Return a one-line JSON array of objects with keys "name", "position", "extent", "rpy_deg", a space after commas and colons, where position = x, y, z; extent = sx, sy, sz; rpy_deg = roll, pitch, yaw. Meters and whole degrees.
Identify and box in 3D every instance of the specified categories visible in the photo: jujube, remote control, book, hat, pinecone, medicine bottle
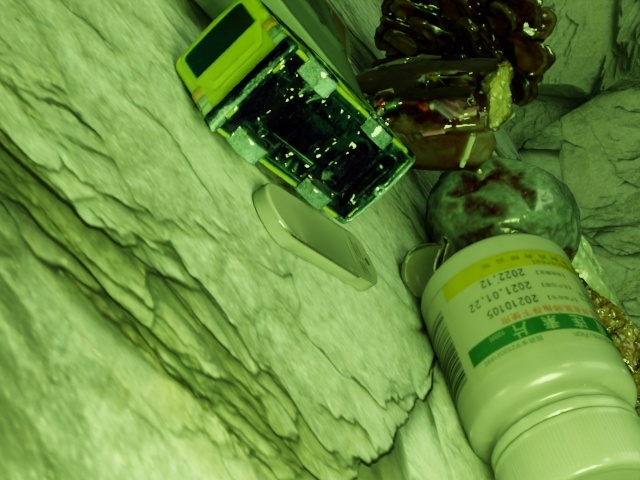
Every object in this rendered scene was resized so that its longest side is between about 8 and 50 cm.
[{"name": "jujube", "position": [0.301, -0.027, 1.664], "extent": [0.246, 0.215, 0.308], "rpy_deg": [24, 6, 40]}, {"name": "remote control", "position": [0.000, 0.000, 1.110], "extent": [0.245, 0.022, 0.077], "rpy_deg": [32, 32, -57]}, {"name": "book", "position": [0.002, -0.436, 1.935], "extent": [0.170, 0.018, 0.241], "rpy_deg": [50, 17, -20]}, {"name": "hat", "position": [0.171, 0.067, 1.424], "extent": [0.175, 0.085, 0.147], "rpy_deg": [-3, 45, -45]}, {"name": "pinecone", "position": [0.292, -0.414, 2.097], "extent": [0.398, 0.398, 0.397], "rpy_deg": [50, 18, -22]}, {"name": "medicine bottle", "position": [0.264, 0.175, 1.211], "extent": [0.208, 0.208, 0.339], "rpy_deg": [42, 22, -42]}]

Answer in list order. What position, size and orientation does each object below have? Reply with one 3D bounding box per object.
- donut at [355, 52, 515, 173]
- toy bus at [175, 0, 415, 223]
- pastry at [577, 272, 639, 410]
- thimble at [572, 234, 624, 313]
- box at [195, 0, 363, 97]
[{"name": "donut", "position": [0.166, -0.204, 1.595], "extent": [0.345, 0.259, 0.136], "rpy_deg": [-54, 141, -63]}, {"name": "toy bus", "position": [-0.022, -0.139, 1.096], "extent": [0.262, 0.128, 0.150], "rpy_deg": [35, 16, -50]}, {"name": "pastry", "position": [0.441, 0.179, 1.646], "extent": [0.275, 0.193, 0.275], "rpy_deg": [161, -90, -85]}, {"name": "thimble", "position": [0.450, 0.090, 1.932], "extent": [0.291, 0.195, 0.291], "rpy_deg": [49, 17, -21]}, {"name": "box", "position": [-0.103, -0.380, 1.362], "extent": [0.396, 0.111, 0.396], "rpy_deg": [44, 20, -42]}]
